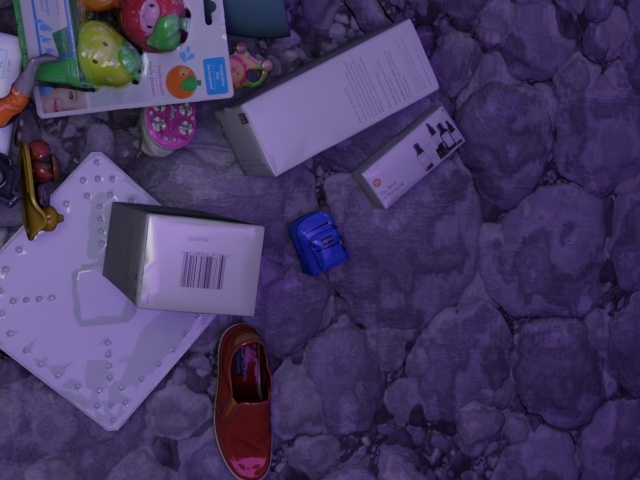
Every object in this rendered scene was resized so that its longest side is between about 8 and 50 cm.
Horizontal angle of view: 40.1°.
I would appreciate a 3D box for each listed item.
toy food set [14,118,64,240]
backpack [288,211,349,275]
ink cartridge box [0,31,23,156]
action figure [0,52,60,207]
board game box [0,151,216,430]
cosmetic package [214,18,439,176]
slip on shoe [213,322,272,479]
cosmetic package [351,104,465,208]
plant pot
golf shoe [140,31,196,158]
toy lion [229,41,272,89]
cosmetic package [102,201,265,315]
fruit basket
[{"bbox_3d":[-0.491,-0.107,1.550,0.071,0.128,0.217,-4,73,-25],"label":"toy food set"},{"bbox_3d":[0.000,0.000,1.792,0.098,0.101,0.120,-27,100,-23],"label":"backpack"},{"bbox_3d":[-0.724,-0.234,1.493,0.385,0.091,0.308,9,96,-23],"label":"ink cartridge box"},{"bbox_3d":[-0.621,-0.204,1.396,0.341,0.178,0.330,25,92,-6],"label":"action figure"},{"bbox_3d":[-0.414,0.098,1.670,0.390,0.050,0.390,44,80,-19],"label":"board game box"},{"bbox_3d":[0.008,-0.275,1.710,0.385,0.217,0.156,-31,105,-14],"label":"cosmetic package"},{"bbox_3d":[-0.149,0.334,1.765,0.123,0.101,0.331,-4,98,-22],"label":"slip on shoe"},{"bbox_3d":[0.189,-0.178,1.867,0.239,0.060,0.099,-41,106,-13],"label":"cosmetic package"},{"bbox_3d":[-0.177,-0.502,1.606,0.196,0.290,0.290,-10,99,2],"label":"plant pot"},{"bbox_3d":[-0.291,-0.296,1.655,0.115,0.140,0.306,15,66,-22],"label":"golf shoe"},{"bbox_3d":[-0.159,-0.338,1.740,0.100,0.034,0.096,31,91,-21],"label":"toy lion"},{"bbox_3d":[-0.247,0.025,1.504,0.197,0.365,0.155,6,94,-23],"label":"cosmetic package"},{"bbox_3d":[-0.341,-0.385,1.487,0.353,0.165,0.326,-4,99,11],"label":"fruit basket"}]
